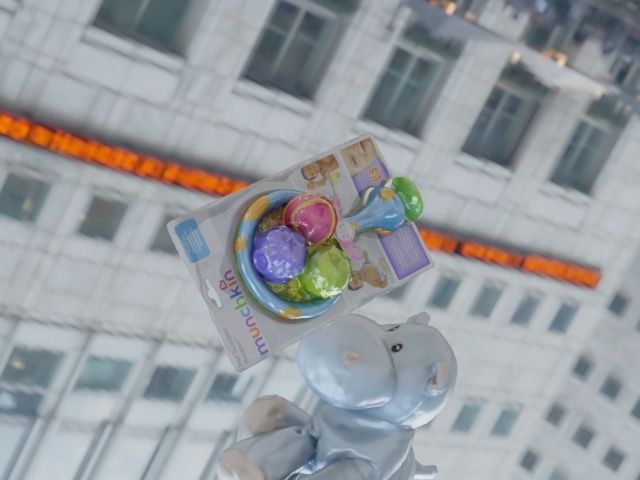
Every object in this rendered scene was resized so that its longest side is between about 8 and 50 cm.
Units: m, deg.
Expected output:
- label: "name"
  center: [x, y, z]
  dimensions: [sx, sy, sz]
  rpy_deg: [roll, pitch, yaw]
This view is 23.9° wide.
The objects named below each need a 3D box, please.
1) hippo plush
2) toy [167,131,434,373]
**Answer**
- label: "hippo plush"
  center: [0.057, 0.207, 1.608]
  dimensions: [0.294, 0.236, 0.234]
  rpy_deg: [17, -150, -17]
- label: "toy"
  center: [0.000, 0.000, 1.280]
  dimensions: [0.237, 0.056, 0.137]
  rpy_deg: [-27, -88, -39]
